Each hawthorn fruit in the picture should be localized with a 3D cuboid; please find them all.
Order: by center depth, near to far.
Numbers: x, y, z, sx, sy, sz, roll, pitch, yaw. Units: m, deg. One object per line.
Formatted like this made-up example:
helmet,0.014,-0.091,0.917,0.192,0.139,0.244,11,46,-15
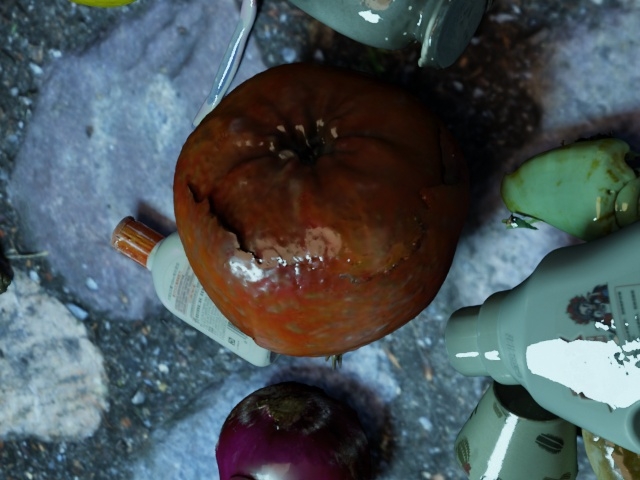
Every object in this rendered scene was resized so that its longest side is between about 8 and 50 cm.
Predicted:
hawthorn fruit,0.000,0.000,1.772,0.276,0.276,0.307,24,138,25

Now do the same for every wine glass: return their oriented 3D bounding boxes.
wine glass,0.046,-0.237,1.714,0.204,0.111,0.111,27,124,19

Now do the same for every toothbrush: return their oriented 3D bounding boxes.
toothbrush,-0.078,-0.214,1.868,0.269,0.027,0.021,-64,35,35

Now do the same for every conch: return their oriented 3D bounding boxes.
conch,0.233,-0.049,1.696,0.170,0.079,0.106,7,101,36

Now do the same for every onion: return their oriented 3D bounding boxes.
onion,-0.031,0.258,1.975,0.173,0.135,0.198,7,116,36

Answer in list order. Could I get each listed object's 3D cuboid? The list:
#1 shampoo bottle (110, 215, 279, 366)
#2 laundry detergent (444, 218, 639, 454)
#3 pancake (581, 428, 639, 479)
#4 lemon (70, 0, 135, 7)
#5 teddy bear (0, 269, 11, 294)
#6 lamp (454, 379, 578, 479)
shampoo bottle,-0.127,0.043,2.000,0.221,0.051,0.108,31,126,21
laundry detergent,0.291,0.088,1.604,0.398,0.125,0.264,-9,103,36
pancake,0.400,0.174,1.676,0.382,0.071,0.382,13,114,30
lemon,-0.220,-0.314,1.834,0.207,0.170,0.170,25,123,28
teddy bear,-0.458,0.060,2.201,0.190,0.140,0.177,-32,132,31
lamp,0.186,0.221,1.821,0.121,0.121,0.214,29,135,21
